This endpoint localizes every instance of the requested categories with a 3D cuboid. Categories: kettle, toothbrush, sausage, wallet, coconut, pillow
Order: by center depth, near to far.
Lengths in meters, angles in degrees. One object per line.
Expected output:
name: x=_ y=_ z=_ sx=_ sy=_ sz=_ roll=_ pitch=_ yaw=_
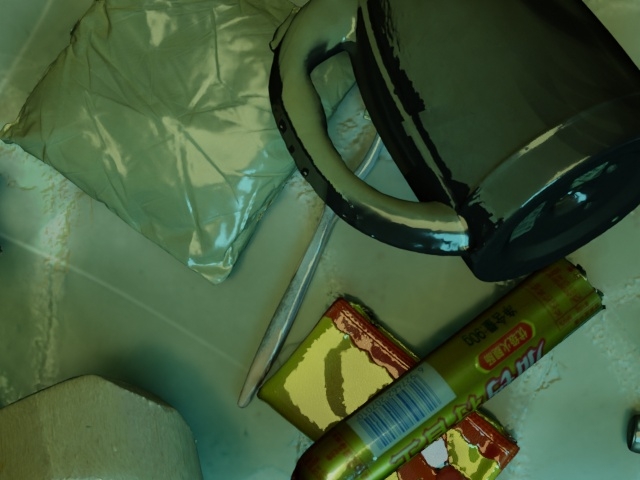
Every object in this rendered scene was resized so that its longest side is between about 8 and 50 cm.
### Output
kettle: x=0.116 y=-0.138 z=1.311 sx=0.321 sy=0.228 sz=0.324 roll=-26 pitch=69 yaw=-12
sausage: x=0.108 y=0.144 z=1.355 sx=0.371 sy=0.082 sz=0.082 roll=-37 pitch=89 yaw=-11
coconut: x=-0.227 y=0.244 z=1.358 sx=0.237 sy=0.266 sz=0.237 roll=-7 pitch=126 yaw=-9
wallet: x=0.070 y=0.178 z=1.416 sx=0.241 sy=0.067 sz=0.141 roll=40 pitch=93 yaw=3
pillow: x=-0.137 y=-0.142 z=1.416 sx=0.274 sy=0.076 sz=0.280 roll=34 pitch=94 yaw=4
toothbrush: x=0.000 y=0.000 z=1.434 sx=0.037 sy=0.028 sz=0.375 roll=25 pitch=93 yaw=9

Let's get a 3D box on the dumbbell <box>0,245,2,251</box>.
dumbbell: x=-0.386 y=-0.097 z=1.435 sx=0.082 sy=0.081 sz=0.254 roll=-27 pitch=89 yaw=5

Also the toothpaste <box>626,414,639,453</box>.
toothpaste: x=0.422 y=0.207 z=1.403 sx=0.239 sy=0.039 sz=0.062 roll=9 pitch=97 yaw=2
